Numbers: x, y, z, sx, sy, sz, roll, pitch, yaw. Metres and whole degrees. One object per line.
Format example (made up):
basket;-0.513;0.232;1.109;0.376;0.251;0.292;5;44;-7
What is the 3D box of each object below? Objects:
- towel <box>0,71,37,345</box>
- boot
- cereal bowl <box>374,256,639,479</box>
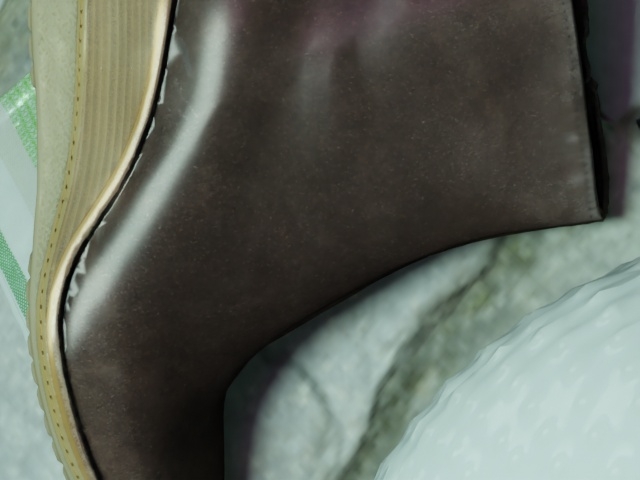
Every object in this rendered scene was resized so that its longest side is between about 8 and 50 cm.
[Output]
towel;-0.083;-0.035;0.813;0.152;0.023;0.113;-38;68;21
boot;0.000;0.000;0.714;0.206;0.090;0.248;-3;99;18
cereal bowl;0.095;0.166;0.418;0.339;0.141;0.339;12;105;52
